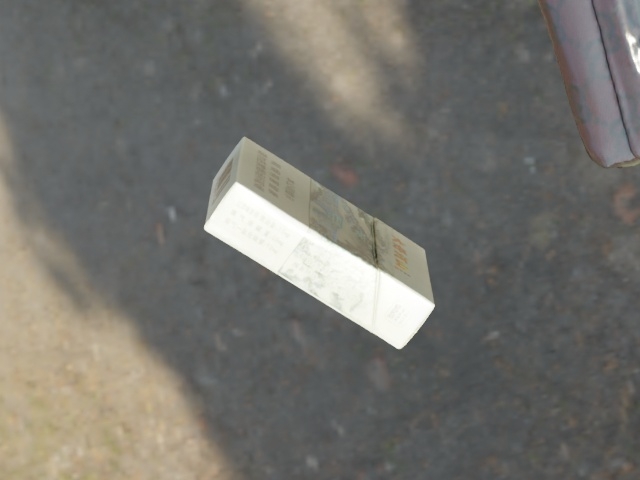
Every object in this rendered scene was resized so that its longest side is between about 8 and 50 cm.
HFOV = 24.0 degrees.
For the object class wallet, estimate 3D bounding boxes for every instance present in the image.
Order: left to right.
[{"bbox_3d":[0.233,-0.161,1.024,0.182,0.049,0.229,-9,111,32],"label":"wallet"}]

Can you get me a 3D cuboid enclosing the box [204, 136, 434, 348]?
[{"bbox_3d":[0.000,0.000,1.669,0.069,0.256,0.164,-54,12,18],"label":"box"}]
